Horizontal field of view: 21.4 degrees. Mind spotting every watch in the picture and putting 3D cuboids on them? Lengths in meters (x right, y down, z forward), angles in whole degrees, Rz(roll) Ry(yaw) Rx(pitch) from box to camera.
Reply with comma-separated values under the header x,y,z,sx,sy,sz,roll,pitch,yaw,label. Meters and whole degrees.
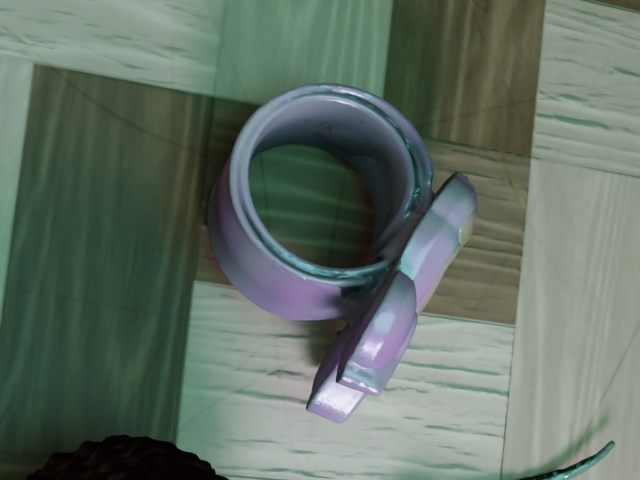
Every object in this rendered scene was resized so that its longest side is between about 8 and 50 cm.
x,y,z,sx,sy,sz,roll,pitch,yaw,label
0.000,0.000,1.477,0.217,0.211,0.248,33,65,-1,watch

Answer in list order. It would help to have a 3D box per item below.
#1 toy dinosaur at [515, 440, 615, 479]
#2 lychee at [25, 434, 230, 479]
x,y,z,sx,sy,sz,roll,pitch,yaw,label
0.134,0.294,1.558,0.383,0.076,0.129,-10,67,-31,toy dinosaur
-0.149,0.304,1.306,0.330,0.306,0.306,-24,97,-36,lychee
